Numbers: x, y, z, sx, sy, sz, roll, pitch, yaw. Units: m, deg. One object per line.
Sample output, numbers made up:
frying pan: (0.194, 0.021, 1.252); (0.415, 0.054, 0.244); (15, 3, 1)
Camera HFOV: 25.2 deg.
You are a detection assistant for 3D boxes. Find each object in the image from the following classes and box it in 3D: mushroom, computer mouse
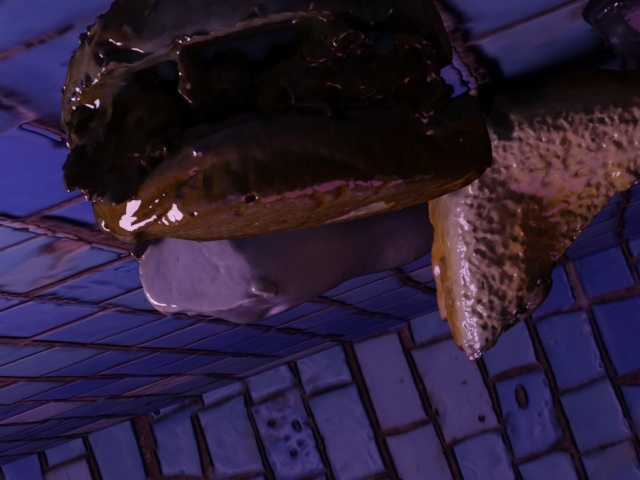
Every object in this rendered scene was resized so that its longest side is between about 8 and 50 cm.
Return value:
mushroom: (-0.001, 0.000, 1.197); (0.351, 0.097, 0.109); (-16, 174, -45)
computer mouse: (0.220, -0.143, 0.918); (0.079, 0.047, 0.135); (-24, 172, 35)

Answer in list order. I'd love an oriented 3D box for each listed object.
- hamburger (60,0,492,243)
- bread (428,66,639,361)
hamburger: (-0.022, -0.063, 0.667); (0.189, 0.122, 0.215); (-14, 176, 9)
bread: (0.138, -0.047, 1.040); (0.252, 0.133, 0.174); (-50, -166, 13)
